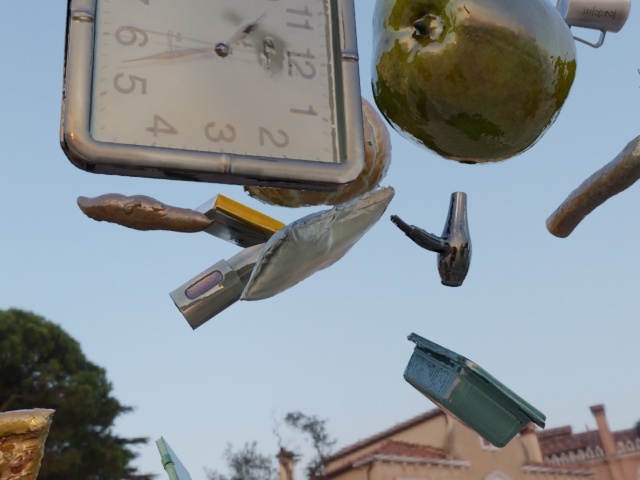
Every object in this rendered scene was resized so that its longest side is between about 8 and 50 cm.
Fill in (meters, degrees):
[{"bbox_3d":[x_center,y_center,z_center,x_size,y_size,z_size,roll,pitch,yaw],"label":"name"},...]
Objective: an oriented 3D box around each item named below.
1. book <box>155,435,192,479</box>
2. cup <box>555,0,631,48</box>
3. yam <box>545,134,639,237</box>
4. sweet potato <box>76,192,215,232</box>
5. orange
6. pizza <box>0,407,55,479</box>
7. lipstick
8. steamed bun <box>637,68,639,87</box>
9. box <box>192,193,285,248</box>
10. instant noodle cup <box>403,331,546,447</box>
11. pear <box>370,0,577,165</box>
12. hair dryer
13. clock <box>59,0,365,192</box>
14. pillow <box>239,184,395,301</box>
[{"bbox_3d":[-0.215,0.370,1.031,0.017,0.135,0.103,-32,-61,-13],"label":"book"},{"bbox_3d":[0.491,-0.404,1.214,0.116,0.074,0.104,1,-60,-5],"label":"cup"},{"bbox_3d":[0.520,-0.091,1.258,0.066,0.066,0.300,3,-27,-15],"label":"yam"},{"bbox_3d":[-0.294,-0.046,1.123,0.273,0.067,0.067,8,-28,15],"label":"sweet potato"},{"bbox_3d":[-0.017,-0.190,1.356,0.328,0.249,0.329,-5,14,1],"label":"orange"},{"bbox_3d":[-0.496,0.330,0.953,0.270,0.135,0.056,-21,-3,-6],"label":"pizza"},{"bbox_3d":[-0.179,0.078,1.370,0.252,0.079,0.077,-33,-34,-14],"label":"lipstick"},{"bbox_3d":[0.616,-0.200,0.962,0.272,0.232,0.166,2,10,6],"label":"steamed bun"},{"bbox_3d":[-0.150,-0.031,1.177,0.129,0.033,0.247,25,-14,-19],"label":"box"},{"bbox_3d":[0.188,0.200,0.885,0.157,0.070,0.179,38,-7,-17],"label":"instant noodle cup"},{"bbox_3d":[0.187,-0.230,0.854,0.269,0.269,0.321,-24,-19,27],"label":"pear"},{"bbox_3d":[0.214,-0.026,1.290,0.219,0.196,0.075,22,-23,-37],"label":"hair dryer"},{"bbox_3d":[-0.097,-0.182,0.636,0.278,0.274,0.049,4,-17,-20],"label":"clock"},{"bbox_3d":[0.000,0.000,0.815,0.229,0.051,0.128,-27,-19,-48],"label":"pillow"}]
